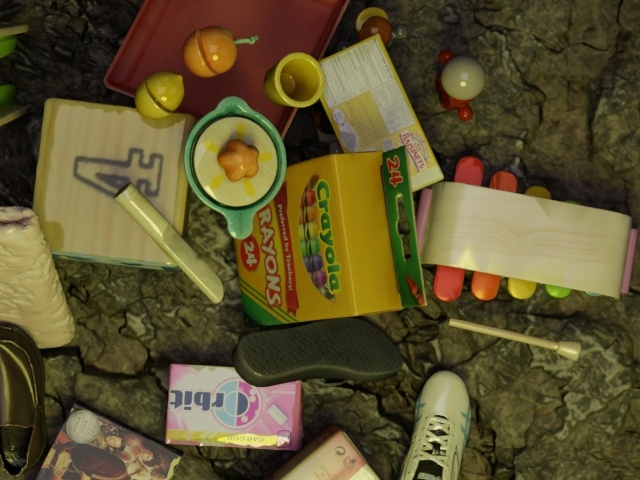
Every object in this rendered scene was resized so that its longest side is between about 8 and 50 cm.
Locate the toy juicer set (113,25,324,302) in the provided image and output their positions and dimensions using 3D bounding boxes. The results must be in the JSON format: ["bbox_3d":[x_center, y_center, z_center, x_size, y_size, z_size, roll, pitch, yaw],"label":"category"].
[{"bbox_3d":[-0.138,-0.112,1.568,0.209,0.089,0.329,27,79,-23],"label":"toy juicer set"}]

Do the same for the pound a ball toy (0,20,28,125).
[{"bbox_3d":[-0.456,-0.258,1.644,0.136,0.319,0.208,3,102,-3],"label":"pound a ball toy"}]

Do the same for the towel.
[{"bbox_3d":[-0.483,0.054,1.599,0.317,0.332,0.053,0,63,-3],"label":"towel"}]

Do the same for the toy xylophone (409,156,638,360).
[{"bbox_3d":[0.278,0.028,1.769,0.323,0.081,0.236,19,86,-3],"label":"toy xylophone"}]

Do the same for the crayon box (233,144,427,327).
[{"bbox_3d":[0.000,0.000,1.636,0.081,0.318,0.202,-6,86,-35],"label":"crayon box"}]

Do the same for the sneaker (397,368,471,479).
[{"bbox_3d":[0.155,0.293,1.745,0.085,0.086,0.237,14,85,-1],"label":"sneaker"}]

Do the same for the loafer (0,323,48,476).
[{"bbox_3d":[-0.398,0.213,1.674,0.080,0.078,0.220,-7,114,2],"label":"loafer"}]

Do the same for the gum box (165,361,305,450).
[{"bbox_3d":[-0.112,0.224,1.741,0.188,0.062,0.107,4,86,-4],"label":"gum box"}]

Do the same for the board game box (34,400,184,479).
[{"bbox_3d":[-0.311,0.361,1.730,0.165,0.042,0.243,26,85,-2],"label":"board game box"}]

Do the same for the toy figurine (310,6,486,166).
[{"bbox_3d":[0.097,-0.186,1.736,0.209,0.148,0.213,30,86,-2],"label":"toy figurine"}]

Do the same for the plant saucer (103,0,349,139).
[{"bbox_3d":[-0.122,-0.266,1.740,0.259,0.048,0.258,22,74,11],"label":"plant saucer"}]

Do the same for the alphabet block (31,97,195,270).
[{"bbox_3d":[-0.266,-0.067,1.686,0.193,0.192,0.197,6,85,-5],"label":"alphabet block"}]

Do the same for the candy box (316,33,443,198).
[{"bbox_3d":[0.069,-0.151,1.650,0.105,0.027,0.206,-24,85,0],"label":"candy box"}]

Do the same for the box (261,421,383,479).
[{"bbox_3d":[-0.028,0.363,1.696,0.232,0.148,0.127,-39,89,-5],"label":"box"}]

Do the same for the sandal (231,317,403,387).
[{"bbox_3d":[-0.007,0.155,1.721,0.254,0.054,0.097,2,49,-30],"label":"sandal"}]
